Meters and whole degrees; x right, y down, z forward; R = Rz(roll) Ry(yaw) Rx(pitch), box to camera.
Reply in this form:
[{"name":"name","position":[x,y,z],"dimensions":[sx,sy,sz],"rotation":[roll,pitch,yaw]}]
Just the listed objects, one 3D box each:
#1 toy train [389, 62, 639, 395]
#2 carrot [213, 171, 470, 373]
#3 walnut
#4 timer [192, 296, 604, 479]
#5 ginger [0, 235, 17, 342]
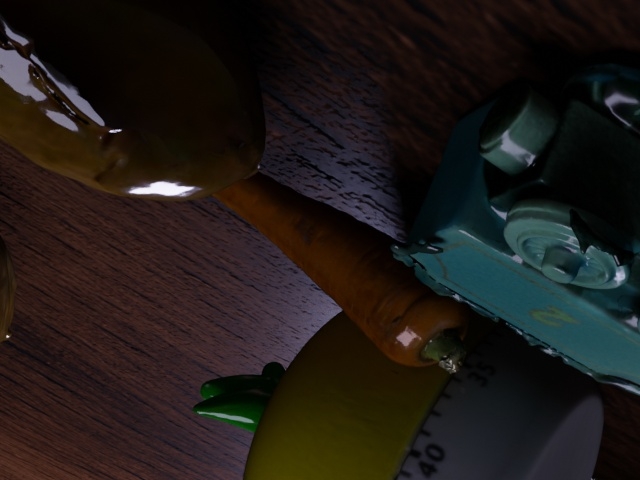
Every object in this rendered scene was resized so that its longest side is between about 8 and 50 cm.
[{"name":"toy train","position":[0.153,0.000,0.641],"dimensions":[0.203,0.112,0.163],"rotation":[32,159,-14]},{"name":"carrot","position":[0.000,0.000,0.761],"dimensions":[0.257,0.061,0.061],"rotation":[38,163,31]},{"name":"walnut","position":[-0.124,-0.101,0.631],"dimensions":[0.245,0.137,0.137],"rotation":[31,153,-34]},{"name":"timer","position":[0.034,0.147,0.846],"dimensions":[0.285,0.285,0.285],"rotation":[17,153,9]},{"name":"ginger","position":[-0.356,0.045,0.980],"dimensions":[0.200,0.223,0.269],"rotation":[16,150,4]}]
